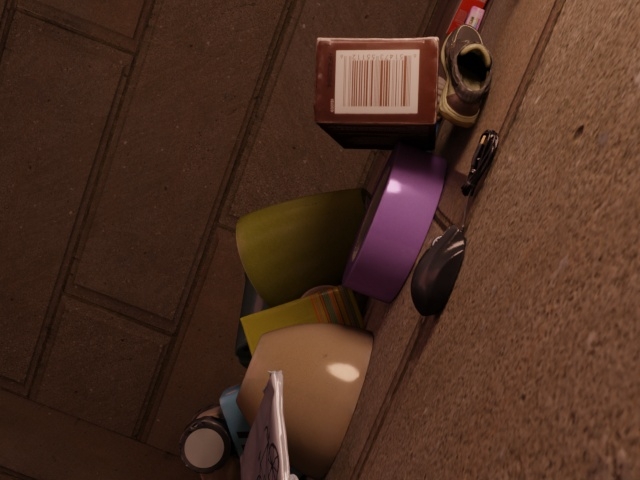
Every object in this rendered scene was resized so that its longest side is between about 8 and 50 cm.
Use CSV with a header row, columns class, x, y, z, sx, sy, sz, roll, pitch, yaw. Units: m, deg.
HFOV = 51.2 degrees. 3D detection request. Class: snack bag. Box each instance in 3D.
class,x,y,z,sx,sy,sz,roll,pitch,yaw
snack bag,-0.078,0.421,1.019,0.323,0.037,0.342,110,158,-45

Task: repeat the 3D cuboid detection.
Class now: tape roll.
class,x,y,z,sx,sy,sz,roll,pitch,yaw
tape roll,0.127,-0.032,1.179,0.275,0.090,0.274,21,-90,-90

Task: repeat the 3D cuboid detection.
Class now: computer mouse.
class,x,y,z,sx,sy,sz,roll,pitch,yaw
computer mouse,0.156,-0.026,0.790,0.071,0.041,0.242,111,-179,-76

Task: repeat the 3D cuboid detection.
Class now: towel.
class,x,y,z,sx,sy,sz,roll,pitch,yaw
towel,-0.036,0.168,1.357,0.021,0.237,0.102,98,154,-76

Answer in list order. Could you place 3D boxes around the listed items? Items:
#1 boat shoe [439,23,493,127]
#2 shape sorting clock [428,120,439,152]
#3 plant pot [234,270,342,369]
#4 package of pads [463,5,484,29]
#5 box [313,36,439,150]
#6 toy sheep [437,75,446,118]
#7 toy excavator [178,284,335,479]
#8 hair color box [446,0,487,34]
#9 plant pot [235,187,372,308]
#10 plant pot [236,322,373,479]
class,x,y,z,sx,sy,sz,roll,pitch,yaw
boat shoe,0.230,-0.267,1.022,0.073,0.080,0.223,122,167,-50
shape sorting clock,0.205,-0.179,1.471,0.206,0.040,0.206,-159,90,-89
plant pot,-0.079,0.190,1.850,0.341,0.341,0.334,112,171,-53
package of pads,0.312,-0.441,1.400,0.050,0.032,0.083,120,171,-77
box,0.112,-0.243,1.178,0.381,0.191,0.143,0,-88,-82
toy sheep,0.230,-0.304,1.411,0.091,0.091,0.132,113,166,-60
toy excavator,-0.082,0.358,1.451,0.222,0.445,0.433,125,125,-83
hair color box,0.335,-0.531,1.458,0.167,0.053,0.093,110,-178,-61
plant pot,0.000,0.000,1.571,0.293,0.274,0.275,-26,18,19
plant pot,-0.044,0.267,1.224,0.284,0.191,0.284,-159,90,-89
